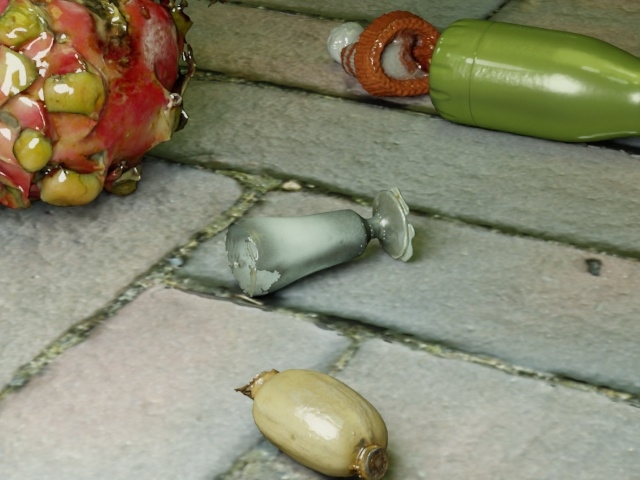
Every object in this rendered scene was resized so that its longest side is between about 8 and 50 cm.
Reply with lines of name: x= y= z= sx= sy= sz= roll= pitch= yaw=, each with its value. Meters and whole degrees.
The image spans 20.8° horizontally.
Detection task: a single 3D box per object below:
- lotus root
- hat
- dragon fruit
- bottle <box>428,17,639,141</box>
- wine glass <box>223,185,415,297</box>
lotus root: x=-0.004 y=0.130 z=1.279 sx=0.073 sy=0.062 sz=0.150 roll=-23 pitch=35 yaw=-35
hat: x=0.062 y=-0.207 z=1.928 sx=0.112 sy=0.094 sz=0.162 roll=-6 pitch=8 yaw=-29
dragon fruit: x=-0.256 y=-0.147 z=1.646 sx=0.269 sy=0.250 sz=0.291 roll=18 pitch=22 yaw=-2
bottle: x=0.246 y=-0.156 z=1.765 sx=0.260 sy=0.112 sz=0.112 roll=12 pitch=30 yaw=25
wine glass: x=0.000 y=0.000 z=1.522 sx=0.155 sy=0.072 sz=0.072 roll=-13 pitch=29 yaw=-23
